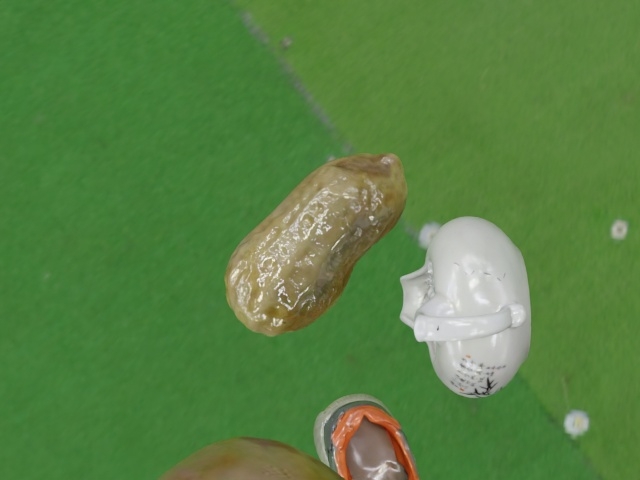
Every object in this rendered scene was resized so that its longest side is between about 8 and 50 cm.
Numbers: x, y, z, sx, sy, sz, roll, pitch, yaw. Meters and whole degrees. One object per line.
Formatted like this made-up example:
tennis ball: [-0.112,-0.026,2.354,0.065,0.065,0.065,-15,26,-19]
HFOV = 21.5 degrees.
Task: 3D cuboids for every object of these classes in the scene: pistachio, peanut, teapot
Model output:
pistachio: [-0.068,0.224,1.224,0.213,0.260,0.162,-9,90,-15]
peanut: [0.000,0.000,1.715,0.236,0.110,0.120,-45,114,-17]
teapot: [0.162,0.076,1.936,0.166,0.300,0.208,9,93,6]

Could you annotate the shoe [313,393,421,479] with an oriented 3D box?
shoe: [0.087,0.346,2.052,0.132,0.171,0.336,-14,82,-9]
